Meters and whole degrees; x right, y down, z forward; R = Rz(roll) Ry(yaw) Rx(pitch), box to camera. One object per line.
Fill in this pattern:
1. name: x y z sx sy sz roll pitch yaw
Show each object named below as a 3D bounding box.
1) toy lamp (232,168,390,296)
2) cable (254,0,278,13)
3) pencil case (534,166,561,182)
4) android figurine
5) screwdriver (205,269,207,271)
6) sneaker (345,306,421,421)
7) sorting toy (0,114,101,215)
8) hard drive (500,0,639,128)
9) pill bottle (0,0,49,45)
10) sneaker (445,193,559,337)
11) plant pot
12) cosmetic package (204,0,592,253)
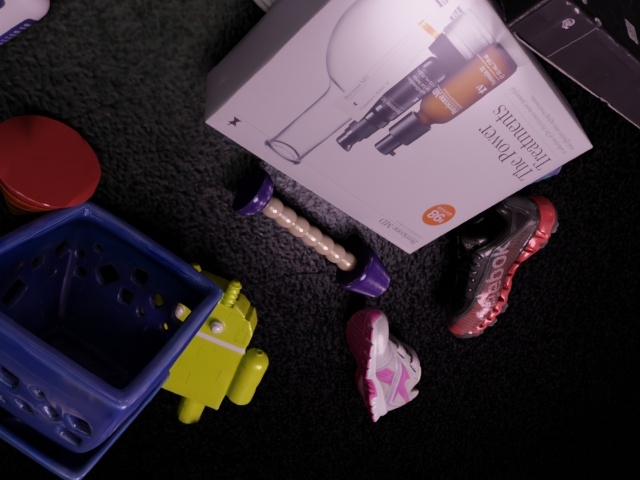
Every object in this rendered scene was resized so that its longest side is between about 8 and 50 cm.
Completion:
1. toy lamp: 0.000 0.000 0.768 0.080 0.080 0.274 -45 121 12
2. cable: 0.022 -0.326 0.523 0.257 0.089 0.257 -23 149 12
3. pencil case: 0.284 -0.111 0.789 0.151 0.064 0.070 -17 125 -6
4. android figurine: -0.200 0.156 0.785 0.248 0.056 0.273 25 114 -5
5. screwdriver: -0.206 0.117 0.815 0.025 0.024 0.170 20 110 6
6. sneaker: 0.117 0.207 0.919 0.111 0.103 0.252 -18 130 -10
7. sorting toy: -0.442 -0.123 0.570 0.365 0.127 0.126 31 135 -28
8. hard drive: 0.321 -0.271 0.592 0.338 0.237 0.064 14 155 -33
9. pill bottle: -0.335 -0.249 0.500 0.186 0.112 0.112 -31 123 3
10. sneaker: 0.264 0.038 0.854 0.135 0.098 0.276 15 113 -24
11. plant pot: -0.294 0.124 0.634 0.235 0.236 0.212 33 119 1
12. cosmetic package: 0.101 -0.152 0.613 0.284 0.098 0.377 -33 136 32
